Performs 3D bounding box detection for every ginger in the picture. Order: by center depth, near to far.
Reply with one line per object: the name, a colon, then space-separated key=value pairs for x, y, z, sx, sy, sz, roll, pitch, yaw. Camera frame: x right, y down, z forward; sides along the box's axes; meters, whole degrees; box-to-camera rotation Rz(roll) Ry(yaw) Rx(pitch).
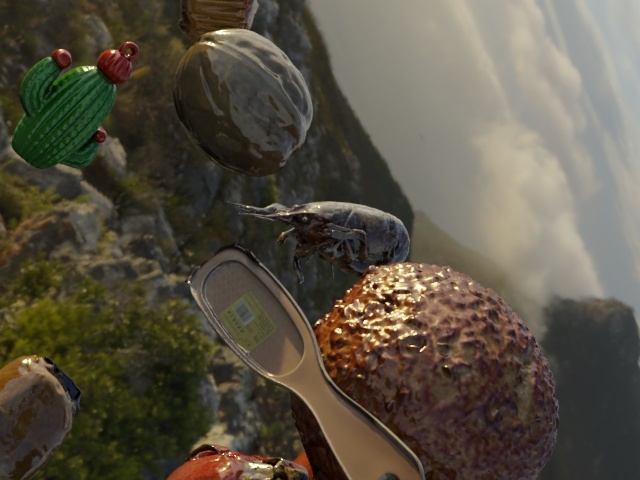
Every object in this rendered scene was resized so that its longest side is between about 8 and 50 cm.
ginger: x=-0.574 y=0.347 z=1.445 sx=0.200 sy=0.269 sz=0.223 roll=39 pitch=30 yaw=-14

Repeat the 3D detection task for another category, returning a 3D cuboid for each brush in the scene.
brush: x=-0.009 y=0.114 z=0.694 sx=0.313 sy=0.072 sz=0.067 roll=45 pitch=-2 yaw=37

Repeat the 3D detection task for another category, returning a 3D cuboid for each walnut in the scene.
walnut: x=-0.083 y=-0.147 z=0.883 sx=0.162 sy=0.140 sz=0.140 roll=42 pitch=25 yaw=-16

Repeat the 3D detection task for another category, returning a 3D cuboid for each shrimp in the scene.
shrimp: x=0.001 y=-0.008 z=1.412 sx=0.343 sy=0.145 sz=0.116 roll=14 pitch=36 yaw=-25

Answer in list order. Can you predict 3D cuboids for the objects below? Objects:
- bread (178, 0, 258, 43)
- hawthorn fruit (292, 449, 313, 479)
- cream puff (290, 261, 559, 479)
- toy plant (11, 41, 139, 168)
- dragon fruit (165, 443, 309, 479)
bread: x=-0.129 y=-0.349 z=1.077 sx=0.199 sy=0.104 sz=0.199 roll=-175 pitch=-90 yaw=-79
hawthorn fruit: x=0.034 y=0.512 z=1.627 sx=0.285 sy=0.369 sz=0.284 roll=-18 pitch=90 yaw=-85
cream puff: x=0.131 y=0.168 z=0.949 sx=0.351 sy=0.228 sz=0.350 roll=14 pitch=47 yaw=-16
toy plant: x=-0.392 y=-0.217 z=1.282 sx=0.155 sy=0.240 sz=0.088 roll=12 pitch=25 yaw=-36
dragon fruit: x=-0.072 y=0.327 z=0.964 sx=0.223 sy=0.148 sz=0.218 roll=56 pitch=26 yaw=10
